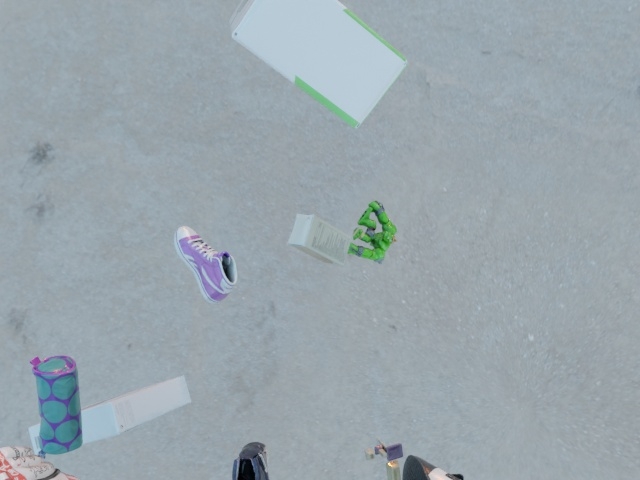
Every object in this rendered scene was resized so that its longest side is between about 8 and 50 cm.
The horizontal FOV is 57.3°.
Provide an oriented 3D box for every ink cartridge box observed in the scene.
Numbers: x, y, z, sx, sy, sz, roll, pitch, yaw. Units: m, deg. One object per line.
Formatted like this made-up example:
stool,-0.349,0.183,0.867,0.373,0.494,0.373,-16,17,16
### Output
ink cartridge box,-0.017,-0.287,0.832,0.114,0.198,0.273,-52,21,14

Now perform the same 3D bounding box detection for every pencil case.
pencil case,-0.404,0.253,0.898,0.070,0.064,0.151,11,109,17

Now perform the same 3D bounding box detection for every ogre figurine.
ogre figurine,0.159,-0.017,1.725,0.118,0.197,0.097,35,130,-12

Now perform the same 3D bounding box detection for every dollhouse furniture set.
dollhouse furniture set,0.148,0.547,1.441,0.091,0.081,0.114,-10,98,-17

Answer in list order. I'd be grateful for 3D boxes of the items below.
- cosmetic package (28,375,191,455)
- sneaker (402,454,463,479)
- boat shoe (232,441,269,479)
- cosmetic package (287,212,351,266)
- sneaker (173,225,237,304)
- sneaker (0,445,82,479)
cosmetic package,-0.620,0.517,1.736,0.377,0.284,0.097,-22,81,28
sneaker,0.324,0.644,1.449,0.330,0.146,0.122,-155,77,-66
boat shoe,-0.209,0.786,1.734,0.127,0.158,0.340,-7,80,5
cosmetic package,0.000,0.000,1.019,0.041,0.115,0.060,7,74,41
sneaker,-0.349,0.044,1.847,0.282,0.102,0.161,55,131,12
sneaker,-0.341,0.311,0.630,0.145,0.270,0.090,36,86,-2
